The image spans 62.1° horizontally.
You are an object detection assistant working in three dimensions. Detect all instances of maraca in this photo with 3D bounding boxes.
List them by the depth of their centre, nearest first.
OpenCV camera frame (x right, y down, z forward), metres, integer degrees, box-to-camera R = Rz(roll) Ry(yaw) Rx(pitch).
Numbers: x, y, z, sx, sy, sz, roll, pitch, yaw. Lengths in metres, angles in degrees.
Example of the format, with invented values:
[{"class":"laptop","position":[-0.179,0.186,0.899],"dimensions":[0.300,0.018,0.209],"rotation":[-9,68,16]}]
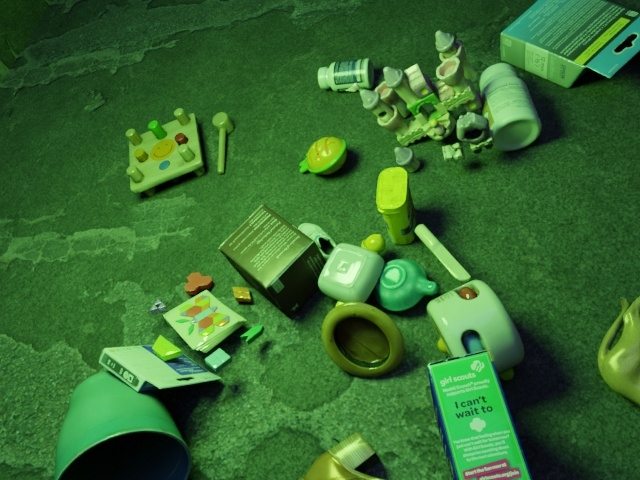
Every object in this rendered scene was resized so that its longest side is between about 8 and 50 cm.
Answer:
[{"class":"maraca","position":[0.006,-0.247,1.566],"dimensions":[0.185,0.099,0.127],"rotation":[2,52,52]}]

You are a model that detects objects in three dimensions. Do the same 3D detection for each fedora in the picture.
[{"class":"fedora","position":[0.100,0.215,1.208],"dimensions":[0.194,0.194,0.079],"rotation":[-3,18,18]}]

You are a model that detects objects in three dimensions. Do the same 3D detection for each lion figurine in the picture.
[{"class":"lion figurine","position":[0.643,0.285,0.974],"dimensions":[0.240,0.142,0.392],"rotation":[-42,40,-1]}]

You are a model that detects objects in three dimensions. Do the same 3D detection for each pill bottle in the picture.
[{"class":"pill bottle","position":[0.502,-0.366,1.439],"dimensions":[0.131,0.131,0.229],"rotation":[-11,55,13]},{"class":"pill bottle","position":[0.082,-0.534,1.725],"dimensions":[0.169,0.094,0.094],"rotation":[0,58,20]}]

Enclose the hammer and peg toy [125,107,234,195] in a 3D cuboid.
[{"class":"hammer and peg toy","position":[-0.465,-0.308,1.752],"dimensions":[0.361,0.127,0.266],"rotation":[-20,53,6]}]

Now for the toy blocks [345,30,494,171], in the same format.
[{"class":"toy blocks","position":[0.258,-0.376,1.405],"dimensions":[0.288,0.260,0.309],"rotation":[-23,51,32]}]

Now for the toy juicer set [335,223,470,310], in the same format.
[{"class":"toy juicer set","position":[0.183,0.072,1.288],"dimensions":[0.329,0.089,0.209],"rotation":[-22,53,18]}]

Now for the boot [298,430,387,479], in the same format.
[{"class":"boot","position":[0.064,0.532,1.012],"dimensions":[0.220,0.109,0.283],"rotation":[-38,51,-9]}]

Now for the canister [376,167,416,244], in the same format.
[{"class":"canister","position":[0.195,-0.082,1.336],"dimensions":[0.073,0.170,0.126],"rotation":[-3,57,18]}]

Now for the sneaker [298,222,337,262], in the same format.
[{"class":"sneaker","position":[0.000,0.000,1.409],"dimensions":[0.071,0.083,0.190],"rotation":[-43,53,-9]}]

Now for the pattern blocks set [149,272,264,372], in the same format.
[{"class":"pattern blocks set","position":[-0.298,0.199,1.355],"dimensions":[0.324,0.026,0.285],"rotation":[18,44,31]}]

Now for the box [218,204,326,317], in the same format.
[{"class":"box","position":[-0.113,0.052,1.360],"dimensions":[0.203,0.168,0.167],"rotation":[35,74,34]}]

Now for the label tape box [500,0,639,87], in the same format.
[{"class":"label tape box","position":[0.729,-0.562,1.502],"dimensions":[0.249,0.115,0.347],"rotation":[-42,57,-9]}]

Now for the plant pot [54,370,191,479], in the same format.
[{"class":"plant pot","position":[-0.453,0.439,1.186],"dimensions":[0.271,0.272,0.255],"rotation":[-37,38,-6]}]

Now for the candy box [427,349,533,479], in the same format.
[{"class":"candy box","position":[0.286,0.394,0.926],"dimensions":[0.122,0.268,0.317],"rotation":[-15,54,6]}]

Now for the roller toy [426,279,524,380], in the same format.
[{"class":"roller toy","position":[0.310,0.189,1.101],"dimensions":[0.146,0.191,0.209],"rotation":[-26,53,3]}]

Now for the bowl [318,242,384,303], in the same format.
[{"class":"bowl","position":[0.066,0.072,1.264],"dimensions":[0.142,0.053,0.142],"rotation":[18,71,36]}]

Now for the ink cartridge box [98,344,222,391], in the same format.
[{"class":"ink cartridge box","position":[-0.377,0.311,1.266],"dimensions":[0.208,0.206,0.045],"rotation":[21,94,32]}]
